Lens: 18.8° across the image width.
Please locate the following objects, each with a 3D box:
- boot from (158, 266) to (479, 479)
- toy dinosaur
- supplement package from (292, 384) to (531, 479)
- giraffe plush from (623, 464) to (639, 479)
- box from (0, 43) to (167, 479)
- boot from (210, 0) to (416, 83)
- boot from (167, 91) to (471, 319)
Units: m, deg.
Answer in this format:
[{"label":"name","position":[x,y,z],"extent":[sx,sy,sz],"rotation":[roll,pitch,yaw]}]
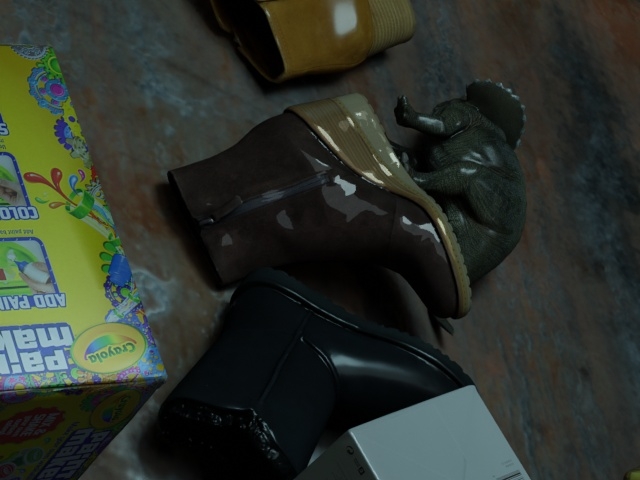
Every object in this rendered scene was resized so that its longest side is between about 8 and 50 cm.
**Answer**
[{"label":"boot","position":[0.000,0.150,1.635],"extent":[0.246,0.094,0.207],"rotation":[30,41,-3]},{"label":"toy dinosaur","position":[0.142,-0.057,1.885],"extent":[0.160,0.121,0.313],"rotation":[5,49,-16]},{"label":"supplement package","position":[0.068,0.258,1.523],"extent":[0.149,0.203,0.194],"rotation":[-14,67,-42]},{"label":"giraffe plush","position":[0.385,0.289,1.773],"extent":[0.181,0.210,0.170],"rotation":[-2,88,-40]},{"label":"box","position":[-0.280,0.055,1.371],"extent":[0.177,0.290,0.279],"rotation":[-2,58,-36]},{"label":"boot","position":[-0.041,-0.300,1.954],"extent":[0.211,0.104,0.295],"rotation":[-16,72,-42]},{"label":"boot","position":[0.000,0.000,1.756],"extent":[0.207,0.090,0.248],"rotation":[-27,77,-17]}]
